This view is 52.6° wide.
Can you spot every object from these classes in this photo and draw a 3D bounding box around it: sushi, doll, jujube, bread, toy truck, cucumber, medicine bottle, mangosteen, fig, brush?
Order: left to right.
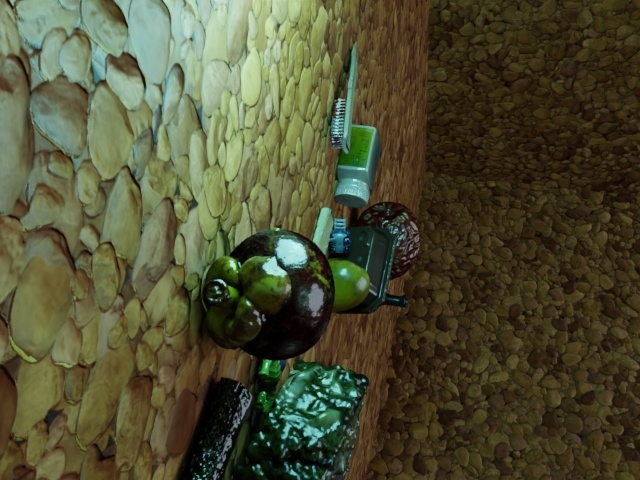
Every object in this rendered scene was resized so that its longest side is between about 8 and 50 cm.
[{"bbox_3d":[-0.166,0.325,0.947,0.067,0.067,0.245,81,24,-52],"label":"cucumber"},{"bbox_3d":[-0.086,0.076,0.929,0.217,0.192,0.192,10,88,-45],"label":"mangosteen"},{"bbox_3d":[-0.096,0.240,1.214,0.115,0.050,0.190,-52,151,-62],"label":"doll"},{"bbox_3d":[-0.030,0.394,1.228,0.352,0.178,0.294,-54,159,-58],"label":"sushi"},{"bbox_3d":[0.000,0.000,1.520,0.068,0.028,0.154,74,28,-60],"label":"bread"},{"bbox_3d":[0.049,-0.014,1.683,0.073,0.056,0.090,89,2,-50],"label":"toy truck"},{"bbox_3d":[0.051,0.108,1.570,0.121,0.135,0.153,-56,166,-43],"label":"fig"},{"bbox_3d":[0.058,-0.340,1.539,0.060,0.050,0.321,76,18,-53],"label":"brush"},{"bbox_3d":[0.097,-0.188,1.685,0.132,0.088,0.189,65,36,-67],"label":"medicine bottle"},{"bbox_3d":[0.198,0.010,1.971,0.213,0.212,0.232,-64,159,-52],"label":"jujube"}]

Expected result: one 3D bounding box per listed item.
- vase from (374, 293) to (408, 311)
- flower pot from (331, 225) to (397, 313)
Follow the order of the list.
[{"bbox_3d":[0.200,0.193,2.154,0.120,0.182,0.120,9,90,-77],"label":"vase"},{"bbox_3d":[0.094,0.064,1.715,0.084,0.178,0.251,40,56,-45],"label":"flower pot"}]
